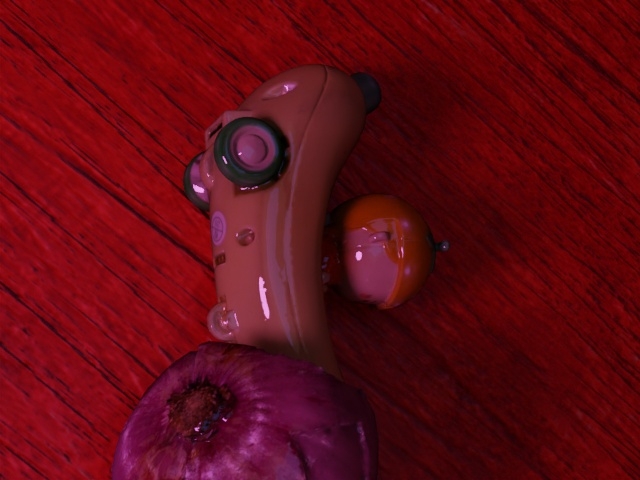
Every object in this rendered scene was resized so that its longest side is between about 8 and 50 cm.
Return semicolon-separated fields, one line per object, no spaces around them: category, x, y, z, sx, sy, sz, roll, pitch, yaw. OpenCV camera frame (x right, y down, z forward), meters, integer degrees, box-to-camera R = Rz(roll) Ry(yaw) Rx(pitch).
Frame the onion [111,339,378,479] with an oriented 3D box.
onion;-0.066;0.185;0.800;0.207;0.200;0.200;23;66;13

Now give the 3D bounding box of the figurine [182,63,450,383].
figurine;0.000;0.000;0.933;0.222;0.124;0.324;-1;79;-25
